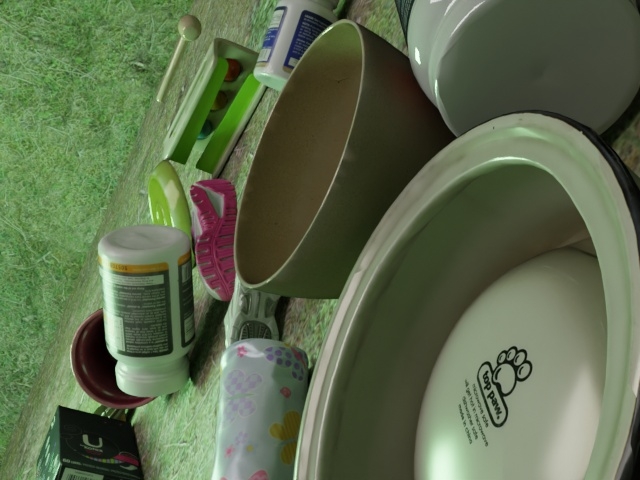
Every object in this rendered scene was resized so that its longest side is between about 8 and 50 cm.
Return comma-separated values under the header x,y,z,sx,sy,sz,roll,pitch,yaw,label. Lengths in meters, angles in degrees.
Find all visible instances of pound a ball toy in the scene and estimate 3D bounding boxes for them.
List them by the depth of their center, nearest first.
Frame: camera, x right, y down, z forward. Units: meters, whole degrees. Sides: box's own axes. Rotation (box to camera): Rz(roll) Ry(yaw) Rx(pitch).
x,y,z,sx,sy,sz,roll,pitch,yaw,label
-0.248,-0.311,1.931,0.319,0.208,0.135,-58,24,31,pound a ball toy

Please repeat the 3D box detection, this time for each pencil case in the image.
x,y,z,sx,sy,sz,roll,pitch,yaw,label
-0.079,0.254,1.118,0.124,0.113,0.273,-23,45,34,pencil case

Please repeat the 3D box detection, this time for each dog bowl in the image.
x,y,z,sx,sy,sz,roll,pitch,yaw,label
0.134,0.125,0.649,0.408,0.150,0.408,-53,26,39,dog bowl

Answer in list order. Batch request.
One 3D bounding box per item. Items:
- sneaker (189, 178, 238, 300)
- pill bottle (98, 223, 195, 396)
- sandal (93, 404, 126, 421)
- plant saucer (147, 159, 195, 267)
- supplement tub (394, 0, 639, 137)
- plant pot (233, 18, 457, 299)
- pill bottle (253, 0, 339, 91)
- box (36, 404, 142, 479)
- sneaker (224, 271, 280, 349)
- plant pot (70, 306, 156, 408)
x,y,z,sx,sy,sz,roll,pitch,yaw,label
-0.172,0.012,1.617,0.111,0.103,0.252,97,166,-47,sneaker
-0.303,0.123,1.639,0.162,0.162,0.278,-126,35,-66,pill bottle
-0.445,0.377,2.030,0.219,0.060,0.090,-53,28,4,sandal
-0.320,-0.049,1.951,0.241,0.037,0.241,166,90,-68,plant saucer
0.164,-0.216,0.823,0.191,0.191,0.272,-56,24,34,supplement tub
0.054,-0.057,0.956,0.284,0.191,0.284,-51,28,41,plant pot
-0.032,-0.344,1.551,0.112,0.112,0.186,12,82,69,pill bottle
-0.462,0.457,1.833,0.143,0.165,0.270,-68,21,7,box
-0.102,0.084,1.378,0.115,0.090,0.232,153,134,-66,sneaker
-0.378,0.215,1.832,0.180,0.201,0.201,-134,65,-84,plant pot
